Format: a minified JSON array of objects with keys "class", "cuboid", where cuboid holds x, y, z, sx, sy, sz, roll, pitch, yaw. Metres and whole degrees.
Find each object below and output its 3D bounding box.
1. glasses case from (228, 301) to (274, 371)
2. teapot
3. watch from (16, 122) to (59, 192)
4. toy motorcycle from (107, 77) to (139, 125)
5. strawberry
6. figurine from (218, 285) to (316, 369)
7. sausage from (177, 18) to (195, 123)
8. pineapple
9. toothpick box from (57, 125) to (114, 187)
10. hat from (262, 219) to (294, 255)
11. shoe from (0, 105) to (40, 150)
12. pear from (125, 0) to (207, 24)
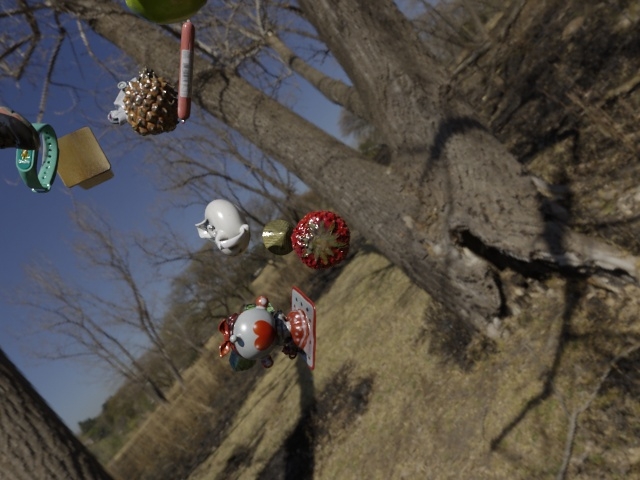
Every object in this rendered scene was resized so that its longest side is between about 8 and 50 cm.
[{"class":"glasses case","cuboid":[-0.237,0.332,1.842,0.095,0.062,0.272,-5,-50,-34]},{"class":"teapot","cuboid":[-0.321,-0.036,1.802,0.139,0.204,0.298,-25,17,-23]},{"class":"watch","cuboid":[-0.963,-0.283,1.832,0.195,0.068,0.236,131,140,-85]},{"class":"toy motorcycle","cuboid":[-0.778,-0.579,2.270,0.110,0.171,0.260,101,-172,-62]},{"class":"strawberry","cuboid":[0.000,0.000,1.230,0.145,0.145,0.086,-46,5,11]},{"class":"figurine","cuboid":[-0.144,0.234,1.337,0.226,0.183,0.160,-6,18,-24]},{"class":"sausage","cuboid":[-0.295,-0.370,1.181,0.029,0.030,0.222,-50,-33,-75]},{"class":"pineapple","cuboid":[-0.483,-0.400,1.540,0.166,0.193,0.166,-8,16,2]},{"class":"toothpick box","cuboid":[-0.967,-0.317,2.205,0.188,0.190,0.308,-30,5,-13]},{"class":"hat","cuboid":[-0.145,-0.020,2.054,0.146,0.146,0.067,-47,8,-28]},{"class":"shoe","cuboid":[-0.903,-0.283,1.416,0.114,0.291,0.137,111,163,-48]},{"class":"pear","cuboid":[-0.427,-0.683,1.483,0.220,0.187,0.187,-1,-25,-28]}]
